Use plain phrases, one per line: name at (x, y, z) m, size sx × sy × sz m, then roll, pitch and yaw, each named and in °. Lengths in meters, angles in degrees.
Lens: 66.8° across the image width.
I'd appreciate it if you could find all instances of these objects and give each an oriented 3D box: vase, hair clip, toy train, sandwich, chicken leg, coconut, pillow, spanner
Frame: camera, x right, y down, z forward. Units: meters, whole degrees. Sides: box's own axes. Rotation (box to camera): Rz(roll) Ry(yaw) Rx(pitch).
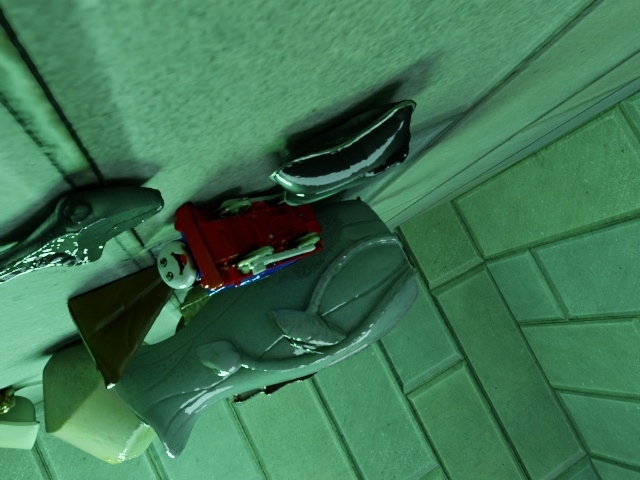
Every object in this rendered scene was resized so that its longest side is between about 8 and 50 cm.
vase at (-0.079, 0.123, 0.732) m, size 0.446 × 0.249 × 0.250 m, roll -31°, pitch 176°, yaw -8°
hair clip at (-0.795, 0.465, 1.214) m, size 0.173 × 0.113 × 0.282 m, roll 18°, pitch 167°, yaw -20°
toy train at (-0.083, 0.004, 0.530) m, size 0.131 × 0.082 × 0.204 m, roll -27°, pitch 175°, yaw 31°
sandwich at (-0.219, 0.101, 0.626) m, size 0.163 × 0.113 × 0.079 m, roll -25°, pitch 175°, yaw -29°
chicken leg at (-0.712, 0.367, 1.017) m, size 0.107 × 0.087 × 0.251 m, roll -15°, pitch 180°, yaw -8°
coconut at (-0.422, 0.294, 0.959) m, size 0.239 × 0.244 × 0.239 m, roll -34°, pitch -149°, yaw 24°
pillow at (0.022, -0.075, 0.428) m, size 0.136 × 0.055 × 0.091 m, roll -25°, pitch -166°, yaw 0°
spanner at (-0.254, 0.038, 0.307) m, size 0.326 × 0.026 × 0.093 m, roll -25°, pitch 174°, yaw -12°

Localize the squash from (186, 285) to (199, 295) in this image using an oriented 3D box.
squash at (-0.192, 0.084, 1.086) m, size 0.219 × 0.041 × 0.219 m, roll -24°, pitch 171°, yaw -4°

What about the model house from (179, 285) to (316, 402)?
model house at (-0.139, 0.155, 0.949) m, size 0.196 × 0.253 × 0.160 m, roll -23°, pitch -160°, yaw 17°

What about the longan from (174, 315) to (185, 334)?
longan at (-0.234, 0.256, 1.288) m, size 0.300 × 0.300 × 0.243 m, roll -26°, pitch 152°, yaw -7°
